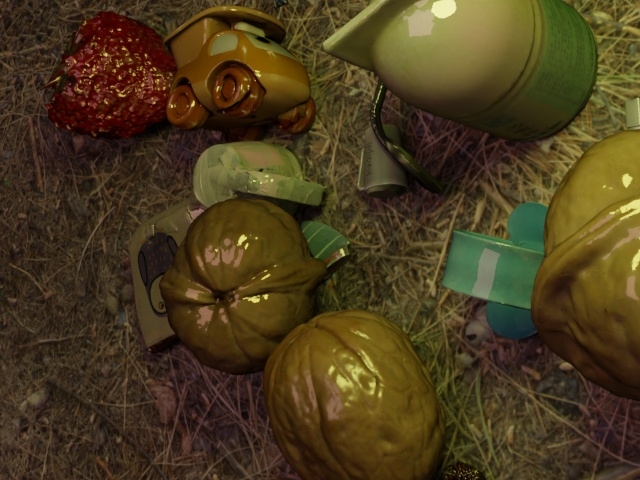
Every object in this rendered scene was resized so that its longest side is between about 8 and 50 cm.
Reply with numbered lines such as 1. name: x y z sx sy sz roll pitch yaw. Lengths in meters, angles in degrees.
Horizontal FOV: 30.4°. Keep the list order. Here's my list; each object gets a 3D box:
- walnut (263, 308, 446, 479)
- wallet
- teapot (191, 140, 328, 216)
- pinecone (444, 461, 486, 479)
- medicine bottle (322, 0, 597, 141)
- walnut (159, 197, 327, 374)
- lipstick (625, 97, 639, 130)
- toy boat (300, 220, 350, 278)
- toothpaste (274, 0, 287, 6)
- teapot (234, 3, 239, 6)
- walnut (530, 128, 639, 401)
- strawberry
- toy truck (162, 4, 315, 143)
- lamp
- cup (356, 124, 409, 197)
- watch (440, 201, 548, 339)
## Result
1. walnut: 0.055 0.265 1.842 0.277 0.252 0.313 -19 100 37
2. wallet: -0.251 0.059 2.255 0.335 0.068 0.274 -26 69 35
3. teapot: -0.122 -0.086 2.097 0.221 0.178 0.163 42 111 35
4. pinecone: 0.219 0.383 1.807 0.077 0.077 0.083 36 111 38
5. medicine bottle: 0.206 -0.291 1.702 0.236 0.406 0.235 -7 80 39
6. walnut: -0.128 0.075 1.975 0.285 0.285 0.296 -2 98 40
7. lipstick: 0.462 -0.153 1.716 0.025 0.025 0.107 -5 86 41
8. toy boat: 0.000 -0.001 2.076 0.096 0.034 0.122 -40 58 22
9. toothpaste: -0.078 -0.483 2.226 0.027 0.019 0.083 -9 81 22
10. teapot: -0.157 -0.402 2.251 0.045 0.068 0.100 44 144 39
11. walnut: 0.437 0.043 1.495 0.381 0.381 0.381 -7 79 39
12. strawberry: -0.413 -0.321 2.376 0.261 0.258 0.261 -50 28 41
13. toy truck: -0.155 -0.291 2.140 0.288 0.204 0.211 -14 72 40
14. lamp: 0.127 -0.227 1.879 0.124 0.203 0.283 0 79 15
15. cup: 0.098 -0.127 1.992 0.104 0.074 0.116 -24 65 50
16. watch: 0.283 0.045 1.725 0.211 0.193 0.211 -6 80 41
